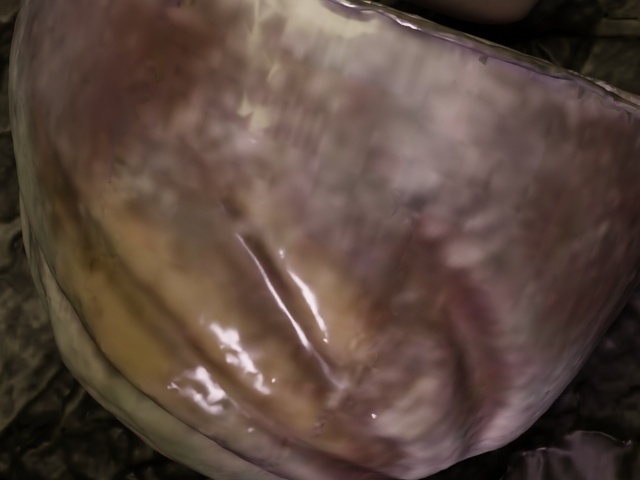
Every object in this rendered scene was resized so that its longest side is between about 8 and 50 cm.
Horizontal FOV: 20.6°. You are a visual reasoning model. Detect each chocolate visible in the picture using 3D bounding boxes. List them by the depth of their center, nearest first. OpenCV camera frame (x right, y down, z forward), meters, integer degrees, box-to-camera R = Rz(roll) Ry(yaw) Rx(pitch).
[{"bbox_3d":[0.000,0.000,0.734,0.303,0.303,0.213,23,98,22],"label":"chocolate"}]

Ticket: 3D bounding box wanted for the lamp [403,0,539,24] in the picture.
[{"bbox_3d":[-0.001,-0.255,0.822,0.247,0.247,0.301,-58,43,27],"label":"lamp"}]
